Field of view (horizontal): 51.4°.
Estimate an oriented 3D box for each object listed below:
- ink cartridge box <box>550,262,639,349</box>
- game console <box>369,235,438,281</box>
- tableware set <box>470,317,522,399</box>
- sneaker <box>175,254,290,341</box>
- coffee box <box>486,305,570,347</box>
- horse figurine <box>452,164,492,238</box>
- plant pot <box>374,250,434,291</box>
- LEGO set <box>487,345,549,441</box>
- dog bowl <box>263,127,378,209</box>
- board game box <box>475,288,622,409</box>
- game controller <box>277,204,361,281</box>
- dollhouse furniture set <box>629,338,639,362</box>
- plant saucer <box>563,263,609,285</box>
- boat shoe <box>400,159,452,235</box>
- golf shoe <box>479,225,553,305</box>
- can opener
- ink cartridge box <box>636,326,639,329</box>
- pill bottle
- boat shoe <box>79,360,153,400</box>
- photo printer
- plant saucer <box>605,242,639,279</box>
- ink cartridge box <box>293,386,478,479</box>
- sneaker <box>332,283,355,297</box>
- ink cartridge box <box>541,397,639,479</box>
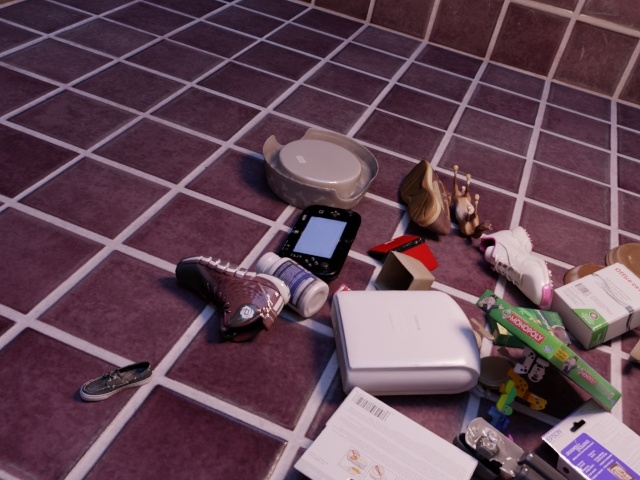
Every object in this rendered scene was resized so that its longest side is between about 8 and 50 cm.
[{"bbox_3d":[0.717,0.163,1.684,0.208,0.087,0.153,-20,44,-12],"label":"ink cartridge box"},{"bbox_3d":[0.224,0.047,1.797,0.144,0.085,0.124,-20,16,-38],"label":"game console"},{"bbox_3d":[0.355,0.271,1.513,0.128,0.039,0.194,-23,41,-18],"label":"tableware set"},{"bbox_3d":[-0.221,0.134,1.475,0.281,0.106,0.163,11,51,16],"label":"sneaker"},{"bbox_3d":[0.508,0.215,1.634,0.184,0.040,0.113,9,36,-6],"label":"coffee box"},{"bbox_3d":[0.431,-0.094,1.953,0.066,0.175,0.263,-10,47,0],"label":"horse figurine"},{"bbox_3d":[0.217,0.100,1.653,0.096,0.109,0.109,2,35,-35],"label":"plant pot"},{"bbox_3d":[0.404,0.334,1.345,0.093,0.227,0.087,27,-1,10],"label":"LEGO set"},{"bbox_3d":[-0.007,-0.210,1.997,0.348,0.102,0.349,8,36,-6],"label":"dog bowl"},{"bbox_3d":[0.486,0.233,1.410,0.317,0.046,0.213,36,3,-39],"label":"board game box"},{"bbox_3d":[0.000,0.000,1.747,0.166,0.067,0.319,18,36,6],"label":"game controller"},{"bbox_3d":[0.839,0.254,1.598,0.123,0.144,0.151,35,5,27],"label":"dollhouse furniture set"},{"bbox_3d":[0.775,0.123,1.832,0.198,0.036,0.199,4,40,-3],"label":"plant saucer"},{"bbox_3d":[0.330,-0.124,1.999,0.123,0.123,0.342,36,23,-20],"label":"boat shoe"},{"bbox_3d":[0.521,0.074,1.789,0.140,0.115,0.306,-3,31,-3],"label":"golf shoe"},{"bbox_3d":[0.384,0.451,1.265,0.283,0.095,0.076,38,40,11],"label":"can opener"},{"bbox_3d":[0.898,0.192,1.767,0.109,0.063,0.150,27,39,20],"label":"ink cartridge box"},{"bbox_3d":[-0.072,0.099,1.566,0.169,0.094,0.094,33,41,25],"label":"pill bottle"},{"bbox_3d":[-0.393,0.267,1.287,0.142,0.040,0.049,-14,44,-32],"label":"boat shoe"},{"bbox_3d":[0.188,0.219,1.456,0.307,0.107,0.256,1,37,-7],"label":"photo printer"},{"bbox_3d":[0.977,0.092,1.947,0.277,0.041,0.278,9,35,-6],"label":"plant saucer"},{"bbox_3d":[0.120,0.423,1.220,0.275,0.060,0.239,28,40,19],"label":"ink cartridge box"},{"bbox_3d":[0.085,0.136,1.610,0.118,0.042,0.067,-6,43,-21],"label":"sneaker"},{"bbox_3d":[0.579,0.439,1.350,0.206,0.045,0.208,-18,47,-37],"label":"ink cartridge box"}]
